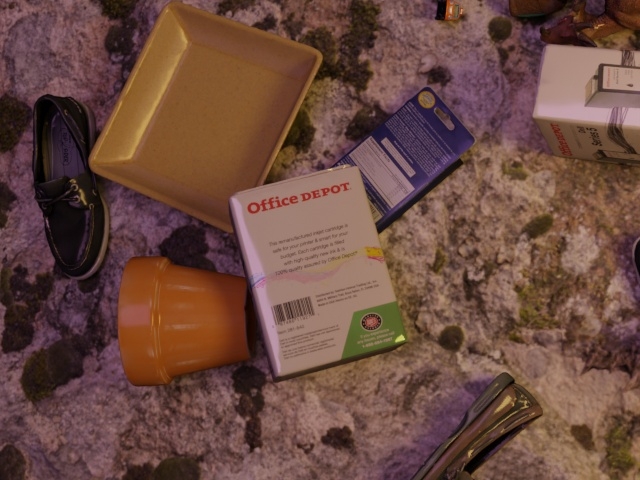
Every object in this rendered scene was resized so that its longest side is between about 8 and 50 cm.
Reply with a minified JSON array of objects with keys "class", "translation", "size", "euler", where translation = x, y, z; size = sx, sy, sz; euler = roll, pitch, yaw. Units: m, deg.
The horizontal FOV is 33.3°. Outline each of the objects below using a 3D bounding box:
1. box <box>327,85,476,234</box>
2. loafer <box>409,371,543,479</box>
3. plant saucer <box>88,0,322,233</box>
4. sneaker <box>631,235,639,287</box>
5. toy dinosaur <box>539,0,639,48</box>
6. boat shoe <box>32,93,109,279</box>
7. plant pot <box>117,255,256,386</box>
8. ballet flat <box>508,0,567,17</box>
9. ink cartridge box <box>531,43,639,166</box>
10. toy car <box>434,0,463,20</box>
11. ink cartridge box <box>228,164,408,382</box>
[{"class":"box","translation":[0.127,-0.125,1.698],"size":[0.225,0.036,0.136],"euler":[-40,66,9]},{"class":"loafer","translation":[0.208,0.313,1.523],"size":[0.084,0.096,0.267],"euler":[39,90,19]},{"class":"plant saucer","translation":[-0.187,-0.206,1.817],"size":[0.332,0.081,0.333],"euler":[23,85,24]},{"class":"sneaker","translation":[0.507,0.086,1.431],"size":[0.101,0.153,0.269],"euler":[-33,67,10]},{"class":"toy dinosaur","translation":[0.451,-0.369,1.540],"size":[0.200,0.296,0.127],"euler":[3,43,-17]},{"class":"boat shoe","translation":[-0.450,-0.102,1.872],"size":[0.127,0.113,0.340],"euler":[-9,73,18]},{"class":"plant pot","translation":[-0.201,0.124,1.684],"size":[0.187,0.205,0.205],"euler":[-2,75,5]},{"class":"ballet flat","translation":[0.307,-0.505,1.704],"size":[0.124,0.116,0.343],"euler":[-21,72,35]},{"class":"ink cartridge box","translation":[0.451,-0.180,1.498],"size":[0.272,0.198,0.115],"euler":[9,81,23]},{"class":"toy car","translation":[0.211,-0.409,1.733],"size":[0.040,0.060,0.122],"euler":[4,83,-10]},{"class":"ink cartridge box","translation":[-0.009,0.050,1.602],"size":[0.201,0.117,0.278],"euler":[-14,80,-8]}]
